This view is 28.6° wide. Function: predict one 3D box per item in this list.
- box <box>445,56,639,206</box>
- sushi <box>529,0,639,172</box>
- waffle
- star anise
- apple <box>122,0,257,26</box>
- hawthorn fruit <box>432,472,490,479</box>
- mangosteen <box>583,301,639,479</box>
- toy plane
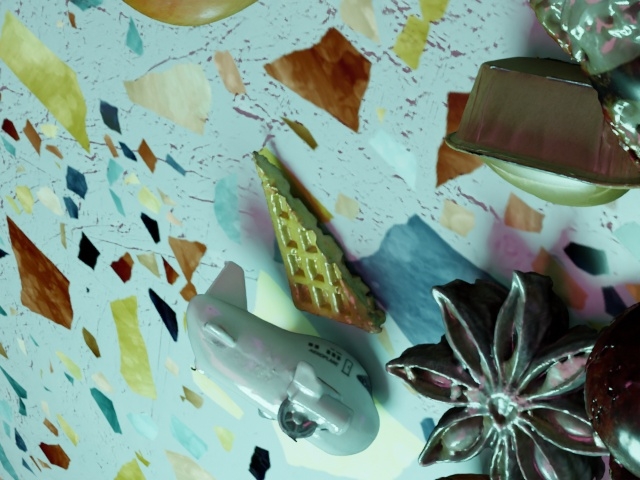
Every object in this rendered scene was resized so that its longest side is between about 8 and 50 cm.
[{"bbox_3d":[0.184,-0.080,0.955,0.177,0.111,0.111,18,131,39],"label":"box"},{"bbox_3d":[0.242,-0.134,0.828,0.332,0.124,0.130,55,143,-5],"label":"sushi"},{"bbox_3d":[0.000,0.000,1.276,0.125,0.032,0.191,17,133,41],"label":"waffle"},{"bbox_3d":[0.181,0.132,1.132,0.223,0.109,0.236,37,126,15],"label":"star anise"},{"bbox_3d":[-0.098,-0.295,0.974,0.242,0.242,0.241,52,146,1],"label":"apple"},{"bbox_3d":[0.194,0.342,1.215,0.272,0.242,0.242,-7,117,21],"label":"hawthorn fruit"},{"bbox_3d":[0.287,0.130,0.968,0.166,0.166,0.180,25,143,33],"label":"mangosteen"},{"bbox_3d":[-0.039,0.139,1.345,0.252,0.118,0.252,37,173,5],"label":"toy plane"}]
